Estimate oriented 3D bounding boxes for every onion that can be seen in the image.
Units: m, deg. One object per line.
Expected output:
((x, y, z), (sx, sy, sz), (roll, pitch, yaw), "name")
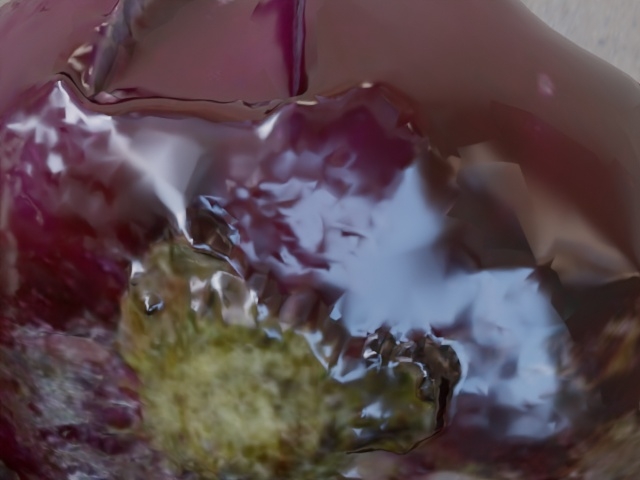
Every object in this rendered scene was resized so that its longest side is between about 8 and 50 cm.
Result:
((0.000, 0.000, 0.930), (0.398, 0.420, 0.398), (4, 126, 5), "onion")
